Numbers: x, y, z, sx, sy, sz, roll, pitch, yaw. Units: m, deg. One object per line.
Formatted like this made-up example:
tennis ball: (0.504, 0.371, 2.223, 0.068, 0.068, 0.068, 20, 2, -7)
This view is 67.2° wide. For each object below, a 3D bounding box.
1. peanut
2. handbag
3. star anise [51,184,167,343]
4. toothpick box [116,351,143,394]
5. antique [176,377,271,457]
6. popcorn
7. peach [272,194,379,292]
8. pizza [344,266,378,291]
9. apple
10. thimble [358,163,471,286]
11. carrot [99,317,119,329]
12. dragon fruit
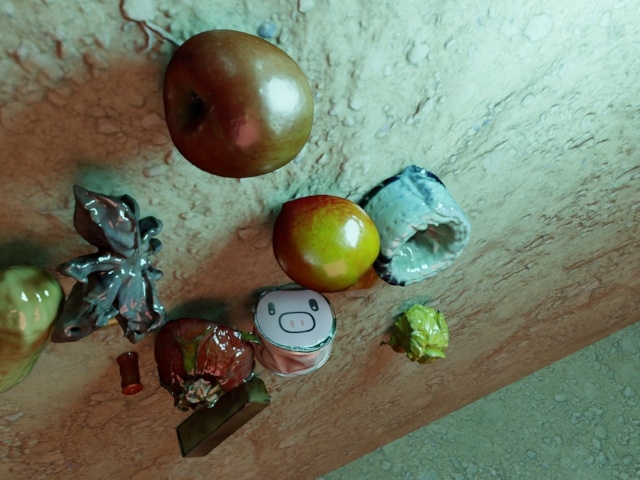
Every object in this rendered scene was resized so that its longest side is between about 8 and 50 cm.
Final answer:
peanut: (-0.505, 0.144, 0.758, 0.147, 0.148, 0.319, 12, 134, -42)
handbag: (-0.059, 0.201, 1.089, 0.204, 0.179, 0.116, -3, 145, -22)
star anise: (-0.304, 0.048, 0.733, 0.198, 0.110, 0.258, -7, 110, -66)
toothpick box: (-0.411, 0.289, 1.040, 0.047, 0.083, 0.047, -17, 143, -13)
antique: (-0.280, 0.502, 1.376, 0.310, 0.093, 0.087, -42, 142, 19)
popcorn: (0.286, 0.278, 1.436, 0.173, 0.169, 0.195, -28, -176, -19)
peach: (0.000, 0.000, 0.886, 0.197, 0.197, 0.197, -18, 143, -14)
pizza: (0.070, 0.069, 1.117, 0.134, 0.046, 0.175, -25, 144, -5)
apple: (-0.103, -0.170, 0.612, 0.168, 0.181, 0.181, -26, 151, -43)
thimble: (0.188, -0.027, 0.990, 0.237, 0.150, 0.237, -17, 141, -14)
carrot: (-0.427, 0.151, 0.903, 0.247, 0.043, 0.043, -11, 141, -26)
dragon fruit: (-0.253, 0.276, 1.006, 0.223, 0.148, 0.219, 16, 137, -5)
